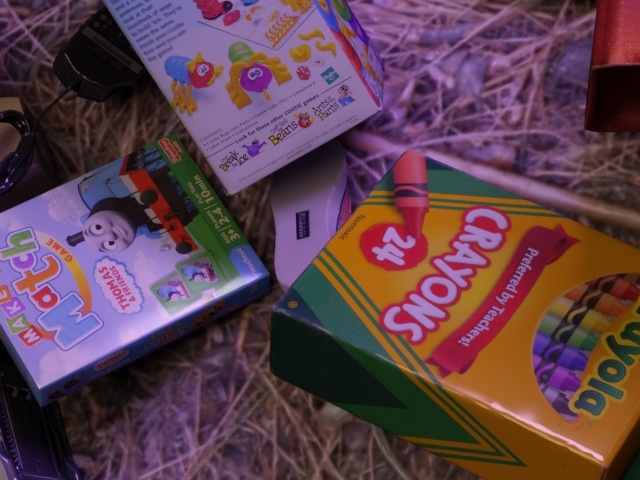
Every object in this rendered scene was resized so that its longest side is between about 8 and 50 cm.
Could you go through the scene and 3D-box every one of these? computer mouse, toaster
[{"bbox_3d":[-0.215,-0.118,1.683,0.071,0.041,0.242,40,64,5],"label":"computer mouse"},{"bbox_3d":[-0.292,0.175,1.641,0.146,0.129,0.227,-25,71,19],"label":"toaster"}]

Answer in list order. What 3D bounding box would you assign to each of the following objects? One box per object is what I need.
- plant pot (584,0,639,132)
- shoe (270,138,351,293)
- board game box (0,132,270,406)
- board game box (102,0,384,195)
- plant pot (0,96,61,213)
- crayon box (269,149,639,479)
[{"bbox_3d":[0.317,-0.211,1.367,0.267,0.267,0.236,0,84,6],"label":"plant pot"},{"bbox_3d":[0.000,0.000,1.602,0.063,0.081,0.178,-12,43,14],"label":"shoe"},{"bbox_3d":[-0.172,0.021,1.623,0.211,0.039,0.160,-27,66,-18],"label":"board game box"},{"bbox_3d":[-0.080,-0.201,1.563,0.144,0.142,0.275,-28,107,13],"label":"board game box"},{"bbox_3d":[-0.283,-0.064,1.711,0.096,0.109,0.109,-21,70,2],"label":"plant pot"},{"bbox_3d":[0.148,0.074,1.446,0.318,0.081,0.202,24,50,19],"label":"crayon box"}]
